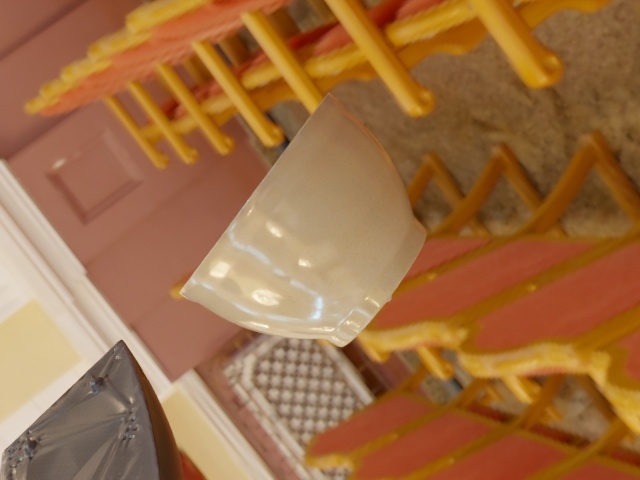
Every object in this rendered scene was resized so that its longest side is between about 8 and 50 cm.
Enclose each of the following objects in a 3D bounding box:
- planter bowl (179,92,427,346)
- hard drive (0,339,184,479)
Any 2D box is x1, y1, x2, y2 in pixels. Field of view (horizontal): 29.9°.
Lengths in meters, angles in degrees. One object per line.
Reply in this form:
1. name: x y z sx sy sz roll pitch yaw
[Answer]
1. planter bowl: 0.000 0.000 0.778 0.109 0.162 0.162 36 166 -4
2. hard drive: -0.183 0.204 0.954 0.054 0.172 0.254 43 -172 -29
